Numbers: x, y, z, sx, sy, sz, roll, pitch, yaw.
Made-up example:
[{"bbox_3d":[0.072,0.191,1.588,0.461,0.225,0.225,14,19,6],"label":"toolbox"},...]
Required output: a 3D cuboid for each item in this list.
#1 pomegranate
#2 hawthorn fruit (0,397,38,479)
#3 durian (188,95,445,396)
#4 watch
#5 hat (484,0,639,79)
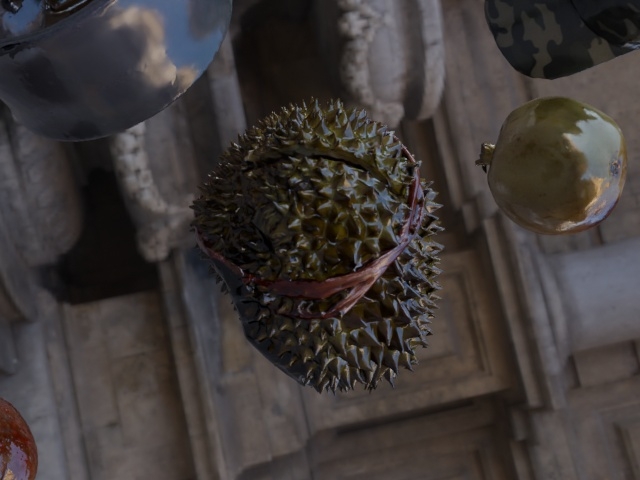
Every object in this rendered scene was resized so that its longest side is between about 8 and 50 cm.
[{"bbox_3d":[0.488,-0.158,2.124,0.319,0.319,0.319,169,-90,-84],"label":"pomegranate"},{"bbox_3d":[-0.437,0.222,1.070,0.262,0.210,0.211,42,-26,29],"label":"hawthorn fruit"},{"bbox_3d":[0.002,0.003,1.260,0.348,0.347,0.385,-110,-161,-53],"label":"durian"},{"bbox_3d":[-0.278,-0.255,1.060,0.327,0.335,0.314,57,-2,39],"label":"watch"},{"bbox_3d":[0.536,-0.504,1.996,0.366,0.381,0.257,63,-6,3],"label":"hat"}]
